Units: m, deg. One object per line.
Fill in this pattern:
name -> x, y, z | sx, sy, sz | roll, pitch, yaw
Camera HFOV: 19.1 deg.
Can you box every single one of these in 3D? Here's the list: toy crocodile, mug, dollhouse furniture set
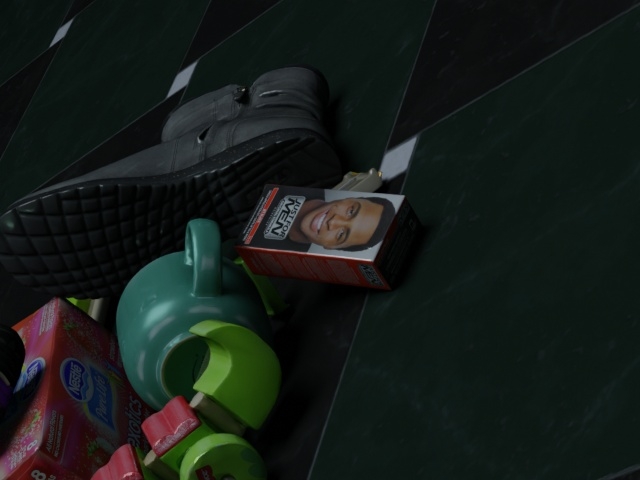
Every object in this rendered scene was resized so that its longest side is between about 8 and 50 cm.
toy crocodile -> -0.146, 0.215, 1.517 | 0.340, 0.105, 0.115 | -51, 22, 1
mug -> -0.110, 0.077, 1.597 | 0.129, 0.158, 0.097 | -28, 29, 3
dollhouse furniture set -> 0.000, 0.000, 1.684 | 0.152, 0.058, 0.076 | -37, 10, -18

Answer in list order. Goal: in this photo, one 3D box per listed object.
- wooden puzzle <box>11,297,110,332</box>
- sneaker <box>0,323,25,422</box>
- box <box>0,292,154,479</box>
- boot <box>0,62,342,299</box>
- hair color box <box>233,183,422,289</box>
wooden puzzle -> -0.312, 0.136, 2.036 | 0.239, 0.044, 0.221 | -39, 25, 27
sneaker -> -0.359, 0.143, 1.719 | 0.293, 0.102, 0.146 | -18, 33, 44
box -> -0.234, 0.181, 1.707 | 0.122, 0.128, 0.257 | -43, 23, 19
boot -> -0.143, -0.060, 1.832 | 0.338, 0.118, 0.223 | -13, 26, -1
hair color box -> 0.006, -0.004, 1.581 | 0.141, 0.043, 0.072 | 5, 55, 33
